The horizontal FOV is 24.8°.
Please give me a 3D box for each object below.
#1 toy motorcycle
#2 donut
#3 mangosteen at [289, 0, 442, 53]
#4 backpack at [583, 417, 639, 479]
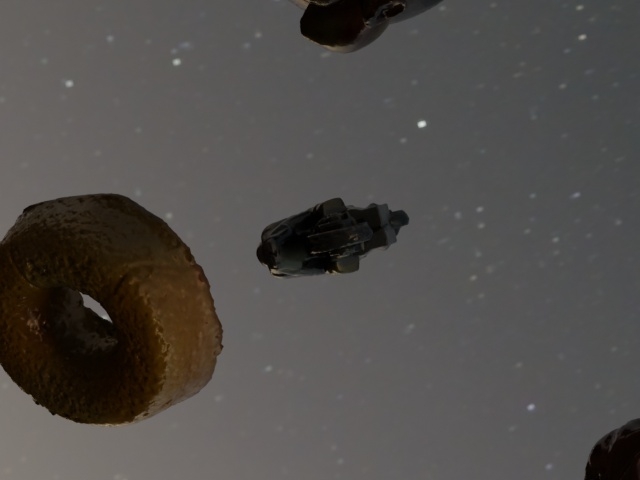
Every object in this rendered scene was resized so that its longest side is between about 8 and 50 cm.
[{"bbox_3d":[0.000,0.000,1.188,0.124,0.193,0.061,-14,-89,16],"label":"toy motorcycle"},{"bbox_3d":[-0.261,0.088,1.636,0.302,0.110,0.303,16,-56,25],"label":"donut"},{"bbox_3d":[0.041,-0.281,1.289,0.265,0.228,0.228,-90,-161,-45],"label":"mangosteen"},{"bbox_3d":[0.274,0.227,0.981,0.138,0.229,0.229,-27,-96,31],"label":"backpack"}]
